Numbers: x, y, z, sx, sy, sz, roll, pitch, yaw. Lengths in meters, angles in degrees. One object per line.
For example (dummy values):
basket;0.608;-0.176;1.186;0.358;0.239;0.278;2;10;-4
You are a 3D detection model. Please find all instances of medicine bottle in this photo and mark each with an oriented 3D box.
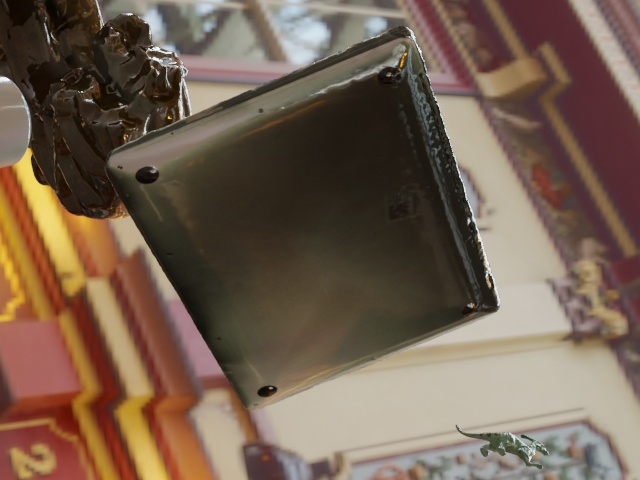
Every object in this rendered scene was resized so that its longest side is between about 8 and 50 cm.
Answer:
medicine bottle;-0.207;-0.061;0.877;0.052;0.089;0.052;15;-69;45

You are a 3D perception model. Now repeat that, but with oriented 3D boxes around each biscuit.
biscuit;-0.228;-0.175;1.433;0.366;0.115;0.268;63;-23;23

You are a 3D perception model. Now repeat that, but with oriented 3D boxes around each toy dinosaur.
toy dinosaur;0.172;0.184;1.485;0.083;0.062;0.021;38;-58;25

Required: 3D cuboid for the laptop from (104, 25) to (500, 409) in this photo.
laptop;0.000;0.000;0.974;0.188;0.269;0.015;-22;-132;1
